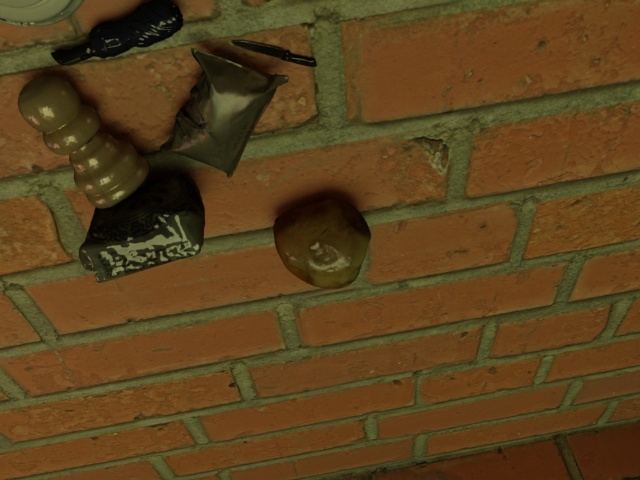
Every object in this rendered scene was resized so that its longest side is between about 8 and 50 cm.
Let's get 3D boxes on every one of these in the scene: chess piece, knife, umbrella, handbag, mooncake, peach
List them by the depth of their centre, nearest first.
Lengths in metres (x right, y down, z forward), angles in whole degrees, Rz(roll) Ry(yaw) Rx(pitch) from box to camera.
[{"bbox_3d":[-0.350,-0.349,1.023,0.248,0.071,0.071,-19,138,15],"label":"umbrella"},{"bbox_3d":[-0.085,-0.354,1.113,0.170,0.010,0.023,8,136,-19],"label":"knife"},{"bbox_3d":[-0.455,-0.197,1.126,0.142,0.143,0.261,-22,131,11],"label":"chess piece"},{"bbox_3d":[-0.200,-0.242,1.139,0.182,0.117,0.270,20,131,-20],"label":"handbag"},{"bbox_3d":[-0.362,-0.042,1.227,0.254,0.250,0.136,-15,120,-2],"label":"mooncake"},{"bbox_3d":[0.000,0.000,1.403,0.235,0.214,0.214,19,133,-7],"label":"peach"}]

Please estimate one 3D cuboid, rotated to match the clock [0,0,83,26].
[{"bbox_3d":[-0.479,-0.429,0.907,0.236,0.053,0.237,-6,137,-5],"label":"clock"}]
